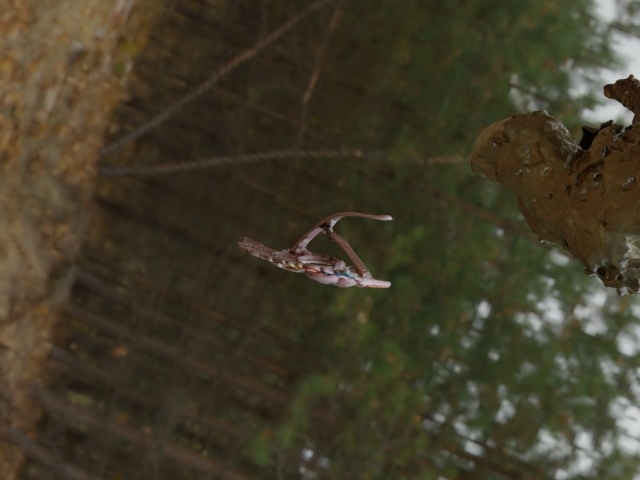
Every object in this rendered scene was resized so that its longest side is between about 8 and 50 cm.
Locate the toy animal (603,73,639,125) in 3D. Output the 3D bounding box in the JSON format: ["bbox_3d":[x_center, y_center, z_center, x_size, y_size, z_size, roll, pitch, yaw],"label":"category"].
[{"bbox_3d":[0.425,-0.094,1.834,0.116,0.114,0.255,62,32,-44],"label":"toy animal"}]

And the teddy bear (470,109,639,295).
[{"bbox_3d":[0.290,-0.027,1.180,0.256,0.267,0.156,7,81,-52],"label":"teddy bear"}]

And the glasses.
[{"bbox_3d":[-0.006,0.006,1.840,0.255,0.162,0.095,14,-78,61],"label":"glasses"}]
